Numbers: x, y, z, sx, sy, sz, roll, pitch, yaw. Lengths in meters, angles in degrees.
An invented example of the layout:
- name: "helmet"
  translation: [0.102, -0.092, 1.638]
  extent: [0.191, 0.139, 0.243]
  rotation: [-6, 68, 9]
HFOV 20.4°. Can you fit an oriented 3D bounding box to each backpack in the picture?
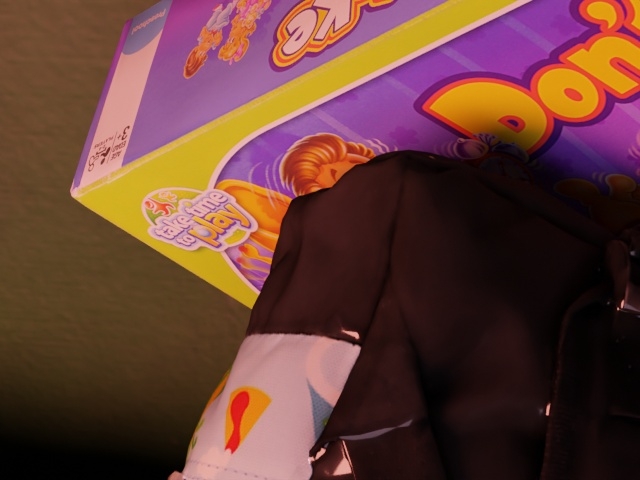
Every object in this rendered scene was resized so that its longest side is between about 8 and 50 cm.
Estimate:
- name: "backpack"
  translation: [0.039, 0.201, 0.543]
  extent: [0.290, 0.356, 0.273]
  rotation: [26, 153, -21]

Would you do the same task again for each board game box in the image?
- name: "board game box"
  translation: [0.121, -0.038, 0.544]
  extent: [0.233, 0.078, 0.347]
  rotation: [33, 144, -30]
